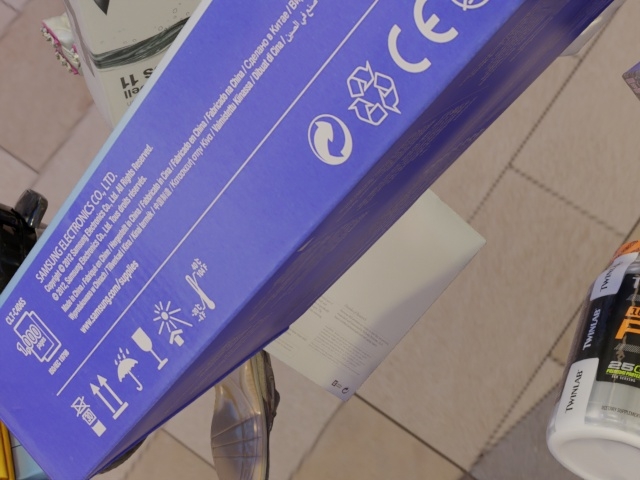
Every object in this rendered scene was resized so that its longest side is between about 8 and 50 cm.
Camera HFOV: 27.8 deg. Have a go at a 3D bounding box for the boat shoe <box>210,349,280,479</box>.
[{"bbox_3d":[-0.105,0.240,1.899,0.103,0.092,0.285,-21,70,33],"label":"boat shoe"}]

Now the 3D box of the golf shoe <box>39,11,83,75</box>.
[{"bbox_3d":[-0.333,-0.306,2.064,0.140,0.115,0.306,-35,47,-14],"label":"golf shoe"}]

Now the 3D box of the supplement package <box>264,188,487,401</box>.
[{"bbox_3d":[0.000,0.000,1.184,0.203,0.194,0.149,-49,44,3],"label":"supplement package"}]

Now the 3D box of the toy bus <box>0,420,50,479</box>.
[{"bbox_3d":[-0.295,0.212,1.172,0.211,0.220,0.149,-19,66,2],"label":"toy bus"}]

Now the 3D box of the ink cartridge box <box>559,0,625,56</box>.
[{"bbox_3d":[0.140,-0.201,1.020,0.198,0.115,0.067,-2,65,-26],"label":"ink cartridge box"}]

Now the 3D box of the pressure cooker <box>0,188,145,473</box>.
[{"bbox_3d":[-0.474,0.153,2.002,0.375,0.420,0.370,-34,43,39],"label":"pressure cooker"}]

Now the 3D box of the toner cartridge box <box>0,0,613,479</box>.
[{"bbox_3d":[0.009,-0.050,0.458,0.075,0.165,0.348,48,130,5],"label":"toner cartridge box"}]

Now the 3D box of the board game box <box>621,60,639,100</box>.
[{"bbox_3d":[0.610,-0.189,1.800,0.232,0.141,0.291,-37,93,2],"label":"board game box"}]

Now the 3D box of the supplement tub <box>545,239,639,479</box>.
[{"bbox_3d":[0.436,0.167,1.765,0.193,0.193,0.316,15,60,13],"label":"supplement tub"}]

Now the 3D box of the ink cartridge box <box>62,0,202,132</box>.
[{"bbox_3d":[-0.109,-0.188,0.933,0.153,0.208,0.087,-22,51,-11],"label":"ink cartridge box"}]
